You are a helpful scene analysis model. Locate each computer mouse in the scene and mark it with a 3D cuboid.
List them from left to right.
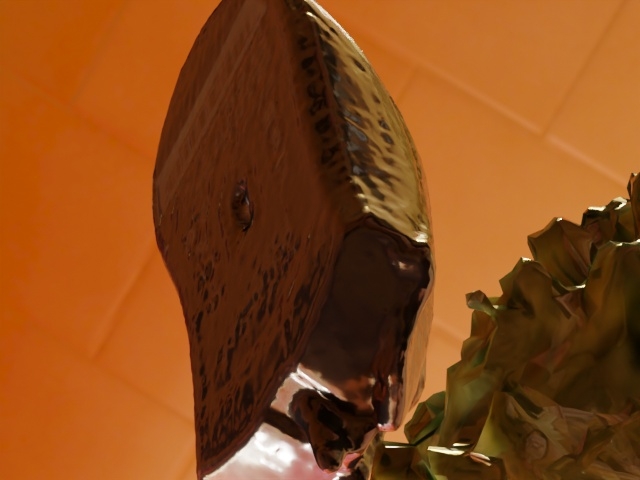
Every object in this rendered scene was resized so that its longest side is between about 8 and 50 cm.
[{"bbox_3d":[0.000,0.000,0.716,0.264,0.088,0.147,-100,-148,-49],"label":"computer mouse"}]

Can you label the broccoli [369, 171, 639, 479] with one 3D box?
[{"bbox_3d":[0.165,0.109,0.389,0.272,0.334,0.324,38,47,-82],"label":"broccoli"}]
